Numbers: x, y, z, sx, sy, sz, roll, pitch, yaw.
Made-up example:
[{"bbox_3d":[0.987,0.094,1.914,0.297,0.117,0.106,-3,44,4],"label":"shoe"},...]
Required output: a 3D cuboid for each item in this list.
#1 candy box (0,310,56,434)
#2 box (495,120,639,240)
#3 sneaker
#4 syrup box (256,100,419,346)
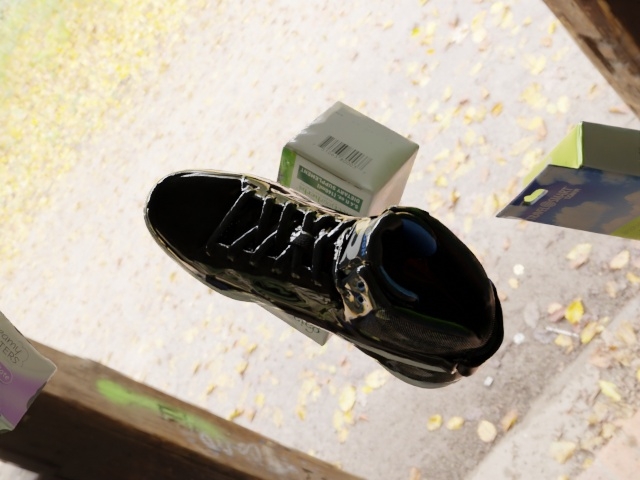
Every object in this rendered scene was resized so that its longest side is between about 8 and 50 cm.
[{"bbox_3d":[-0.336,0.092,0.566,0.196,0.164,0.070,-23,24,26],"label":"candy box"},{"bbox_3d":[0.233,-0.037,0.543,0.109,0.178,0.042,111,168,-70],"label":"box"},{"bbox_3d":[0.000,0.000,0.393,0.079,0.217,0.121,-62,-5,-20],"label":"sneaker"},{"bbox_3d":[0.009,-0.008,0.732,0.096,0.093,0.236,-46,-19,-40],"label":"syrup box"}]
